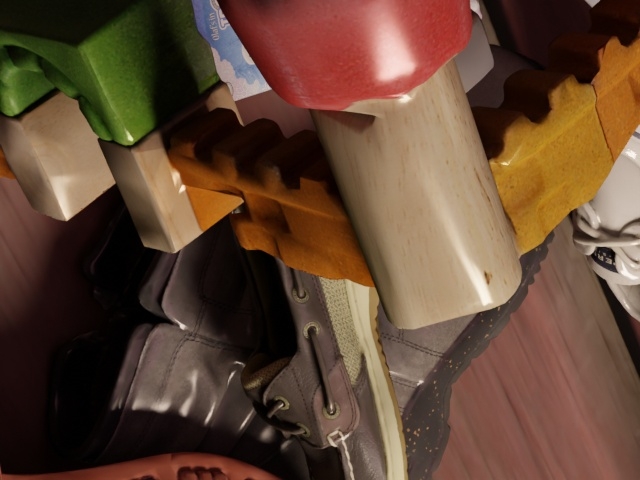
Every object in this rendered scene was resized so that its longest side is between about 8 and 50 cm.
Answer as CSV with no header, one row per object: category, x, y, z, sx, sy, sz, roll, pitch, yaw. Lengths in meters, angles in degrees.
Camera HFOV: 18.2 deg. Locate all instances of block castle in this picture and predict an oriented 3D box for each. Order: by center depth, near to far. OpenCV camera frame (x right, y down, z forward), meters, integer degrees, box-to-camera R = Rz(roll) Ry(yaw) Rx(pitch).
block castle,-0.033,-0.163,0.853,0.303,0.453,0.213,-40,125,-28

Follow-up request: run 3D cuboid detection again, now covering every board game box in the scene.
board game box,-0.039,-0.129,1.124,0.090,0.020,0.090,-21,107,-35

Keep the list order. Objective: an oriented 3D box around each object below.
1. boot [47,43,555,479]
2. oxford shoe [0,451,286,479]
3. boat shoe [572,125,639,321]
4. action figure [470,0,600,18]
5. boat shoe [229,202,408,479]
boot,0.000,0.000,1.113,0.223,0.118,0.338,32,70,-31
oxford shoe,-0.123,0.188,1.015,0.397,0.146,0.140,17,57,-34
boat shoe,0.195,-0.016,1.236,0.088,0.096,0.267,-57,159,-8
action figure,0.114,-0.256,1.078,0.276,0.248,0.370,34,106,-35
boat shoe,-0.007,0.065,1.026,0.073,0.080,0.223,-9,93,-22
